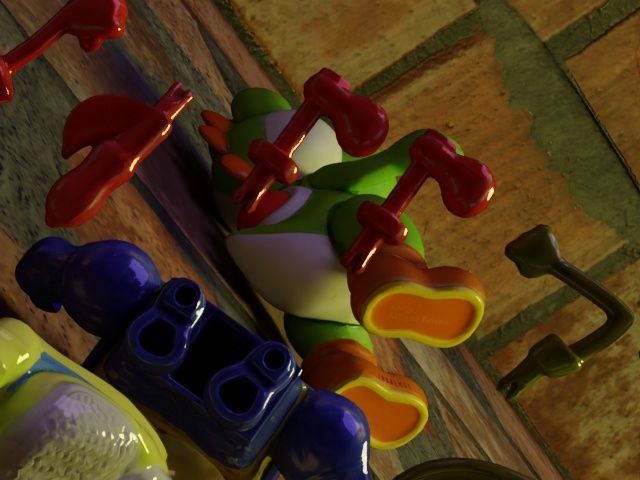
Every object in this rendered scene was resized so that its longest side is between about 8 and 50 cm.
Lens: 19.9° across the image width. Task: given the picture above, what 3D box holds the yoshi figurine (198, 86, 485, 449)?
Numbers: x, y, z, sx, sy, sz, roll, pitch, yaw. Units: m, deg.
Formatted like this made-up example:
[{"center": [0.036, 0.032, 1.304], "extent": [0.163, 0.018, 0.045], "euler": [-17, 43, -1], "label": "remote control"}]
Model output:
[{"center": [0.026, -0.001, 1.479], "extent": [0.362, 0.203, 0.203], "euler": [-121, -172, -49], "label": "yoshi figurine"}]

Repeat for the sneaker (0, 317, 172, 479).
[{"center": [-0.133, 0.027, 0.554], "extent": [0.240, 0.091, 0.126], "euler": [45, 12, -53], "label": "sneaker"}]

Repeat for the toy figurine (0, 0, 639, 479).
[{"center": [-0.012, 0.056, 0.808], "extent": [0.362, 0.191, 0.217], "euler": [34, -13, 1], "label": "toy figurine"}]
